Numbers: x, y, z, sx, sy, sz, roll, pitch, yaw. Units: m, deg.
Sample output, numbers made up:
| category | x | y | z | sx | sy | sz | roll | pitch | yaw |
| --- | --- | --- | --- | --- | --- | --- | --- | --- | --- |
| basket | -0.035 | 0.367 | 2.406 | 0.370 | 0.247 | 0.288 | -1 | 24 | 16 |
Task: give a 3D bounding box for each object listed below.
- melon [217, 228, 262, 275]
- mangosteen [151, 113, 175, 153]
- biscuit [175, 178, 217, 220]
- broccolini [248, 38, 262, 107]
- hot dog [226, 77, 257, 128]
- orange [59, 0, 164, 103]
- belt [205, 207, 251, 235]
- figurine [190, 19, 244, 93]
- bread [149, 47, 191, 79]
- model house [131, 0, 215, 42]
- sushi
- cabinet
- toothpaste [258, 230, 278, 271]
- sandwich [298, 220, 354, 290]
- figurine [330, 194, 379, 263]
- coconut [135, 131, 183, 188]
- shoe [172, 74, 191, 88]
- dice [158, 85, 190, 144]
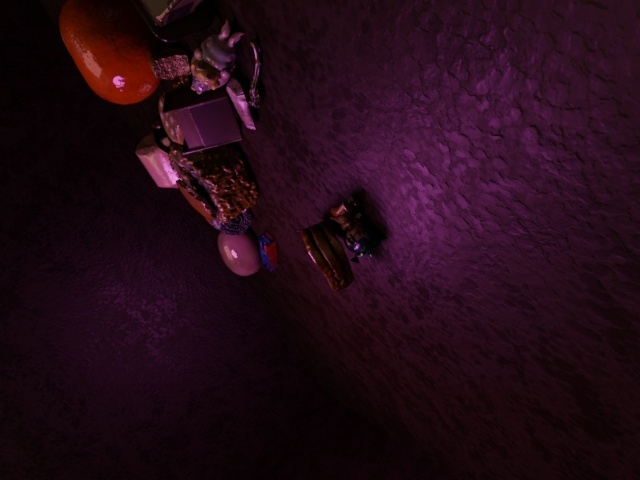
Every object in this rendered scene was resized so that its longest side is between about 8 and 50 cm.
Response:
| category | x | y | z | sx | sy | sz | roll | pitch | yaw |
| --- | --- | --- | --- | --- | --- | --- | --- | --- | --- |
| melon | -0.447 | 0.057 | 2.531 | 0.223 | 0.223 | 0.316 | 17 | 137 | 58 |
| mangosteen | -0.674 | -0.518 | 2.074 | 0.211 | 0.211 | 0.249 | 24 | 136 | 53 |
| biscuit | -0.522 | -0.172 | 1.897 | 0.228 | 0.031 | 0.176 | 53 | 156 | -10 |
| broccolini | -0.188 | -0.474 | 1.298 | 0.051 | 0.054 | 0.239 | 61 | 161 | 19 |
| hot dog | -0.254 | -0.446 | 1.473 | 0.108 | 0.059 | 0.191 | 53 | 168 | 23 |
| orange | -0.779 | -0.741 | 1.729 | 0.423 | 0.326 | 0.424 | 59 | 168 | 21 |
| belt | -0.471 | -0.148 | 2.249 | 0.150 | 0.207 | 0.257 | 25 | 155 | 48 |
| figurine | -0.309 | -0.530 | 1.316 | 0.127 | 0.155 | 0.236 | 47 | 161 | -15 |
| bread | -0.544 | -0.650 | 1.651 | 0.086 | 0.156 | 0.125 | 82 | 172 | -47 |
| model house | -0.353 | -0.674 | 1.126 | 0.218 | 0.205 | 0.279 | 56 | 153 | -13 |
| sushi | -0.473 | -0.296 | 1.956 | 0.397 | 0.240 | 0.351 | 33 | 152 | 36 |
| cabinet | -0.399 | -0.428 | 1.541 | 0.174 | 0.215 | 0.148 | 74 | 180 | -47 |
| toothpaste | -0.275 | 0.065 | 2.395 | 0.076 | 0.066 | 0.320 | 45 | 159 | 18 |
| sandwich | 0.004 | -0.002 | 1.474 | 0.254 | 0.100 | 0.288 | 60 | -177 | -46 |
| figurine | 0.105 | -0.035 | 1.350 | 0.102 | 0.111 | 0.194 | -18 | 107 | 51 |
| coconut | -0.762 | -0.413 | 2.342 | 0.298 | 0.297 | 0.309 | 29 | 154 | 48 |
| shoe | -0.550 | -0.633 | 1.791 | 0.069 | 0.072 | 0.109 | 17 | 174 | -17 |
| dice | -0.524 | -0.492 | 1.774 | 0.169 | 0.170 | 0.166 | 52 | 147 | 24 |
